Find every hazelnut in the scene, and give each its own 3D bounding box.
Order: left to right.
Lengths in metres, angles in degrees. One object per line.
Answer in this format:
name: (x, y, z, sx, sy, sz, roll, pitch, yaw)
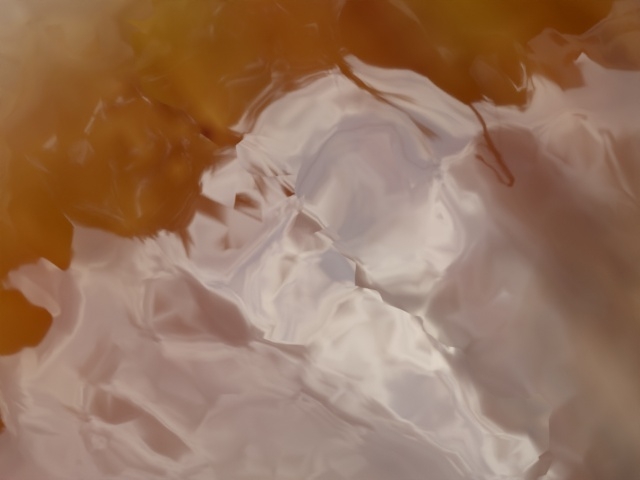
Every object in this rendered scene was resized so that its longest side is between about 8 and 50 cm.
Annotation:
hazelnut: (0.000, 0.000, 0.453, 0.372, 0.372, 0.315, -43, 163, 19)
